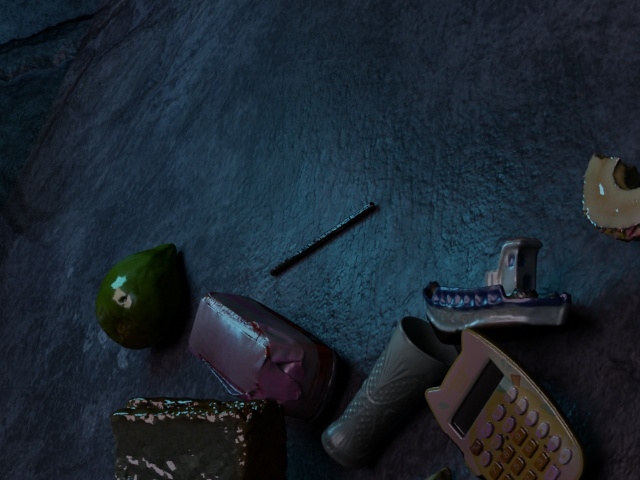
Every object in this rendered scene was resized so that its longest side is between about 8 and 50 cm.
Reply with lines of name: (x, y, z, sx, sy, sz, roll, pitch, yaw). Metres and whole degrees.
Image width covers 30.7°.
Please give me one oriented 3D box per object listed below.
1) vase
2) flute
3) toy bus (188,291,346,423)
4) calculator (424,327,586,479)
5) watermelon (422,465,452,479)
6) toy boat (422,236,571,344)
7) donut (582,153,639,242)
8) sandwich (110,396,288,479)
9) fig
vase: (0.088, 0.213, 1.584, 0.219, 0.096, 0.096, -55, 33, 23)
flute: (0.000, 0.000, 1.924, 0.269, 0.014, 0.014, -34, 44, 40)
toy bus: (-0.092, 0.180, 1.825, 0.302, 0.147, 0.127, 28, 99, 59)
calculator: (0.221, 0.222, 1.366, 0.236, 0.033, 0.157, 52, 129, 35)
watermelon: (0.036, 0.406, 1.491, 0.303, 0.128, 0.159, -40, 40, 35)
toy boat: (0.216, 0.064, 1.459, 0.262, 0.114, 0.115, -19, 67, 54)
donut: (0.373, -0.046, 1.352, 0.166, 0.065, 0.108, 9, 77, 57)
sandwich: (-0.172, 0.389, 1.677, 0.262, 0.131, 0.325, -4, 90, 30)
fig: (-0.349, 0.095, 2.242, 0.167, 0.167, 0.233, -30, 54, 43)
